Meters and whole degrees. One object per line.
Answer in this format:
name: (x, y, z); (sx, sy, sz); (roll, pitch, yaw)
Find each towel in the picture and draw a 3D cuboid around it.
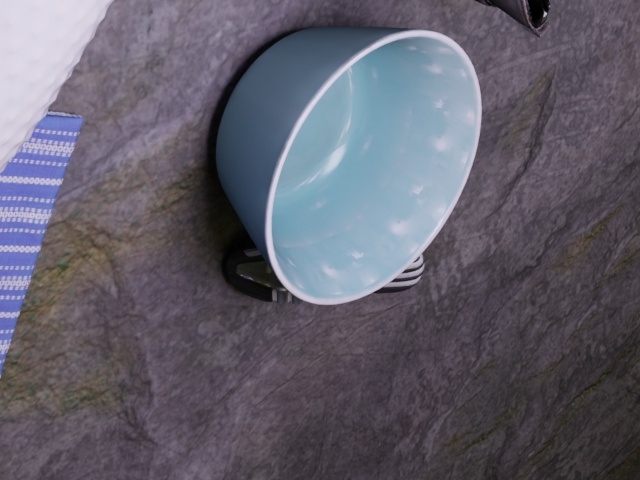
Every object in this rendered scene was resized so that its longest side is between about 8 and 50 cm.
towel: (-0.359, 0.031, 1.393); (0.243, 0.040, 0.336); (1, 115, -50)

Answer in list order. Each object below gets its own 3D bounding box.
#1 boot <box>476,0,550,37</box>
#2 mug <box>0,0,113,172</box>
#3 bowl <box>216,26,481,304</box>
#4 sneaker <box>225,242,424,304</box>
boot: (0.135, -0.335, 1.520); (0.091, 0.229, 0.263); (-48, 143, -12)
mug: (-0.306, -0.155, 1.144); (0.328, 0.276, 0.374); (-59, 162, 10)
bowl: (0.011, -0.105, 1.604); (0.311, 0.163, 0.312); (-27, 133, -32)
sneaker: (0.000, 0.000, 1.745); (0.228, 0.132, 0.086); (0, 137, -9)
